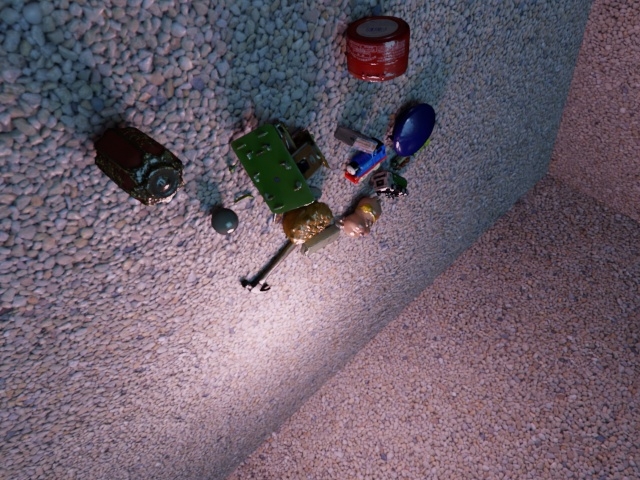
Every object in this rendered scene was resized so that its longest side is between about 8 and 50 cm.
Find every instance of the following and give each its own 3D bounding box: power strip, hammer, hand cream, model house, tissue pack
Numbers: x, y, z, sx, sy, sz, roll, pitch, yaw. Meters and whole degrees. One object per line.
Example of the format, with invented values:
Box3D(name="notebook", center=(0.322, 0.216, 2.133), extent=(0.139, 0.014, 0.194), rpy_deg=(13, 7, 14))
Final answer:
Box3D(name="power strip", center=(0.000, 0.000, 2.113), extent=(0.272, 0.052, 0.078), rpy_deg=(-29, 149, -42))
Box3D(name="hammer", center=(-0.180, 0.077, 2.036), extent=(0.440, 0.044, 0.168), rpy_deg=(-48, 146, 3))
Box3D(name="hand cream", center=(0.199, -0.673, 1.517), extent=(0.230, 0.230, 0.149), rpy_deg=(-34, 144, -20))
Box3D(name="model house", center=(-0.150, -0.298, 1.615), extent=(0.300, 0.340, 0.323), rpy_deg=(60, 40, -20))
Box3D(name="tissue pack", center=(0.149, -0.420, 1.820), extent=(0.155, 0.116, 0.065), rpy_deg=(4, 119, -50))

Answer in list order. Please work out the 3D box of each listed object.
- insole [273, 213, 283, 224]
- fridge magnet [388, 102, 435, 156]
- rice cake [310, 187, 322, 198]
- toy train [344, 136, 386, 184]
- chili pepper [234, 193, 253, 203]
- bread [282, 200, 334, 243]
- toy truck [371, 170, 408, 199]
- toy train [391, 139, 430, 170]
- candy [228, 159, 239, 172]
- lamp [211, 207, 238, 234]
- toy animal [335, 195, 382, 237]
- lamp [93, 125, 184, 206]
Box3D(name="insole", center=(-0.171, -0.133, 1.831), extent=(0.065, 0.004, 0.197), rpy_deg=(-30, 154, -35))
Box3D(name="fridge magnet", center=(0.436, -0.520, 2.044), extent=(0.266, 0.113, 0.265), rpy_deg=(-30, 144, -25))
Box3D(name="rice cake", center=(-0.064, -0.193, 1.824), extent=(0.042, 0.045, 0.245), rpy_deg=(-23, 179, 30))
Box3D(name="toy train", center=(0.202, -0.361, 1.976), extent=(0.204, 0.083, 0.131), rpy_deg=(-41, 147, -13))
Box3D(name="chili pepper", center=(-0.293, -0.162, 1.680), extent=(0.083, 0.017, 0.030), rpy_deg=(-20, 140, -36))
Box3D(name="bread", center=(-0.068, -0.101, 1.905), extent=(0.229, 0.143, 0.139), rpy_deg=(-40, 136, -18))
Box3D(name="toy truck", center=(0.363, -0.285, 2.208), extent=(0.243, 0.101, 0.124), rpy_deg=(6, 77, -52))
Box3D(name="toy train", center=(0.452, -0.448, 2.197), extent=(0.250, 0.053, 0.085), rpy_deg=(-43, 139, -6))
Box3D(name="candy", center=(-0.297, -0.277, 1.553), extent=(0.083, 0.023, 0.025), rpy_deg=(-50, -179, -7))
Box3D(name="lamp", center=(-0.358, -0.071, 1.625), extent=(0.105, 0.105, 0.105), rpy_deg=(-30, 143, -25))
Box3D(name="toy animal", center=(0.216, -0.121, 2.192), extent=(0.248, 0.149, 0.165), rpy_deg=(-44, 131, 8))
Box3D(name="lamp", center=(-0.489, -0.205, 1.177), extent=(0.177, 0.274, 0.176), rpy_deg=(-34, 141, -34))
